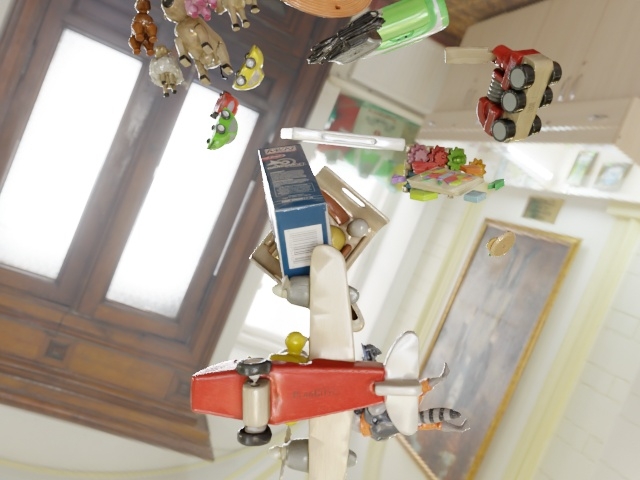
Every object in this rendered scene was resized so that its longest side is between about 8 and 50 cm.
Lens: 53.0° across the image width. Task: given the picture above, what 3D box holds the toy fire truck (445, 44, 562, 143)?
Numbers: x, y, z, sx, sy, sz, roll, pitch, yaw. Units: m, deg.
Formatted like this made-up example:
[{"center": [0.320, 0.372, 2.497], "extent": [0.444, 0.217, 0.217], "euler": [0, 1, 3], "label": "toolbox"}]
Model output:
[{"center": [0.429, -0.384, 1.588], "extent": [0.159, 0.217, 0.246], "euler": [-15, -135, -25], "label": "toy fire truck"}]

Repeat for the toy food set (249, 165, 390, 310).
[{"center": [0.000, 0.000, 1.581], "extent": [0.220, 0.306, 0.092], "euler": [40, 168, -8], "label": "toy food set"}]

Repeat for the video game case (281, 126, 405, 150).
[{"center": [0.035, -0.198, 1.247], "extent": [0.207, 0.026, 0.227], "euler": [5, -171, -9], "label": "video game case"}]

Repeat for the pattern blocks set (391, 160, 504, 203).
[{"center": [0.358, -0.173, 1.846], "extent": [0.325, 0.026, 0.285], "euler": [12, -149, 35], "label": "pattern blocks set"}]

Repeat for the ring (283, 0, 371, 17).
[{"center": [-0.030, -0.640, 1.497], "extent": [0.337, 0.336, 0.032], "euler": [21, 145, -15], "label": "ring"}]

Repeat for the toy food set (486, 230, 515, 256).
[{"center": [0.460, 0.009, 1.631], "extent": [0.020, 0.083, 0.082], "euler": [50, 175, 39], "label": "toy food set"}]

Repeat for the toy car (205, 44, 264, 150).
[{"center": [-0.191, -0.274, 1.372], "extent": [0.053, 0.224, 0.239], "euler": [25, 144, -20], "label": "toy car"}]

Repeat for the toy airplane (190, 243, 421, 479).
[{"center": [0.000, 0.256, 1.205], "extent": [0.384, 0.386, 0.272], "euler": [45, 168, -16], "label": "toy airplane"}]

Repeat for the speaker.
[{"center": [0.235, -0.660, 1.968], "extent": [0.297, 0.131, 0.131], "euler": [-19, 179, 6], "label": "speaker"}]

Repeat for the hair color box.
[{"center": [-0.057, -0.067, 1.362], "extent": [0.105, 0.173, 0.347], "euler": [-9, -151, -7], "label": "hair color box"}]

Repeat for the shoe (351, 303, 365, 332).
[{"center": [0.053, 0.156, 1.775], "extent": [0.219, 0.077, 0.058], "euler": [53, 177, 31], "label": "shoe"}]

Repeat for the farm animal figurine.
[{"center": [-0.303, -0.536, 1.589], "extent": [0.331, 0.172, 0.326], "euler": [-16, 156, -2], "label": "farm animal figurine"}]

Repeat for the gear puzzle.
[{"center": [0.421, -0.223, 2.111], "extent": [0.339, 0.175, 0.044], "euler": [0, -171, -29], "label": "gear puzzle"}]

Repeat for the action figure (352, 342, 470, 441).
[{"center": [0.215, 0.449, 1.797], "extent": [0.330, 0.341, 0.178], "euler": [-19, -157, 13], "label": "action figure"}]

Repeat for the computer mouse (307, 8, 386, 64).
[{"center": [0.070, -0.468, 1.474], "extent": [0.072, 0.189, 0.272], "euler": [63, -163, -3], "label": "computer mouse"}]
